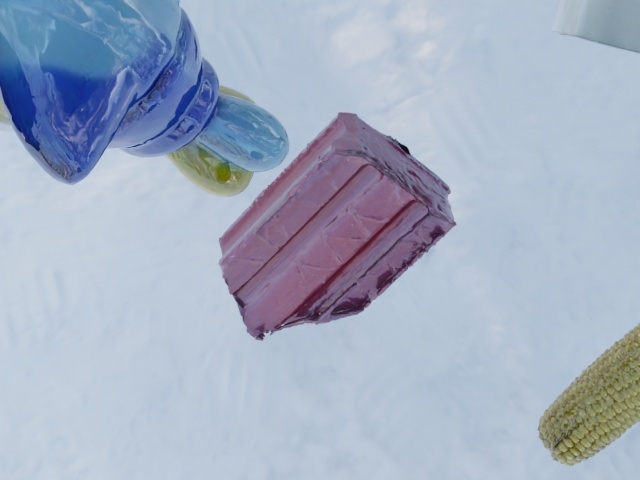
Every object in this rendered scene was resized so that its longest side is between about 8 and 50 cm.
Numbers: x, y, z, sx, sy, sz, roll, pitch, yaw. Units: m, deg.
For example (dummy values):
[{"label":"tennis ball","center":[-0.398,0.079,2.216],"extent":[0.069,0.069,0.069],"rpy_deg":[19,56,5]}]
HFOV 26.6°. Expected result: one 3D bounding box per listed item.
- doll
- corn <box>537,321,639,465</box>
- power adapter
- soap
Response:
[{"label":"doll","center":[-0.205,-0.150,0.856],"extent":[0.365,0.376,0.187],"rpy_deg":[16,95,15]},{"label":"corn","center":[0.373,0.164,1.625],"extent":[0.293,0.106,0.106],"rpy_deg":[-42,93,20]},{"label":"power adapter","center":[0.363,-0.327,1.589],"extent":[0.130,0.125,0.205],"rpy_deg":[16,100,3]},{"label":"soap","center":[0.000,0.000,1.417],"extent":[0.162,0.099,0.250],"rpy_deg":[35,115,-25]}]
